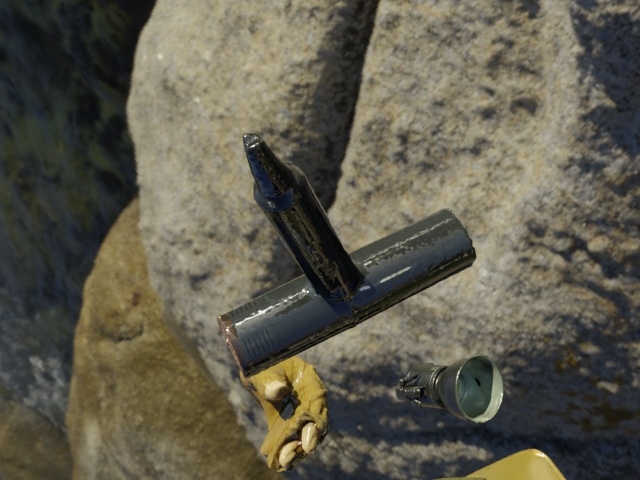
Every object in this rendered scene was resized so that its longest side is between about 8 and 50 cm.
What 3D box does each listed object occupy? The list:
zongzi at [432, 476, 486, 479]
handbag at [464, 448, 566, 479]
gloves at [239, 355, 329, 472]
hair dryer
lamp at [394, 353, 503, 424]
[{"bbox_3d":[0.168,0.501,1.212,0.251,0.125,0.274,127,141,-55],"label":"zongzi"},{"bbox_3d":[0.328,0.595,1.596,0.283,0.401,0.133,-126,21,-52],"label":"handbag"},{"bbox_3d":[-0.065,0.310,1.648,0.356,0.155,0.203,-121,17,-64],"label":"gloves"},{"bbox_3d":[0.012,-0.009,0.491,0.050,0.173,0.195,56,165,32],"label":"hair dryer"},{"bbox_3d":[0.266,0.326,1.861,0.227,0.172,0.147,-10,90,53],"label":"lamp"}]
